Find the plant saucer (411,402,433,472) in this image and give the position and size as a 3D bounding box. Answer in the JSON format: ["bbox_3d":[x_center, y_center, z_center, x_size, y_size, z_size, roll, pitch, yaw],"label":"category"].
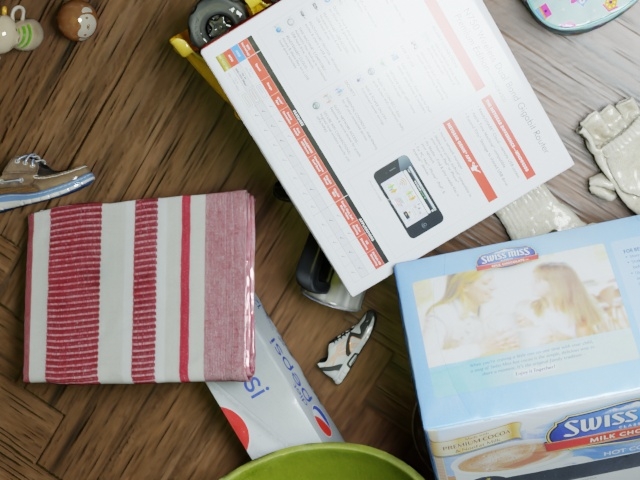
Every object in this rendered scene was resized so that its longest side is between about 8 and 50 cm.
[{"bbox_3d":[0.202,0.237,1.617,0.168,0.029,0.169,2,99,10],"label":"plant saucer"}]

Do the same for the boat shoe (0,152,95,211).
[{"bbox_3d":[-0.388,-0.079,1.655,0.183,0.066,0.066,-14,94,11],"label":"boat shoe"}]

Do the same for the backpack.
[{"bbox_3d":[0.296,-0.337,1.467,0.165,0.144,0.188,-25,96,6],"label":"backpack"}]

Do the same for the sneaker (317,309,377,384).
[{"bbox_3d":[0.035,0.133,1.626,0.043,0.040,0.109,33,101,6],"label":"sneaker"}]

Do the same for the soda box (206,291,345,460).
[{"bbox_3d":[-0.063,0.214,1.627,0.098,0.091,0.286,-30,92,13],"label":"soda box"}]

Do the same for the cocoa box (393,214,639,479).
[{"bbox_3d":[0.277,0.141,1.430,0.347,0.228,0.232,-12,52,4],"label":"cocoa box"}]

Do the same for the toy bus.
[{"bbox_3d":[-0.042,-0.240,1.541,0.220,0.149,0.211,-36,100,10],"label":"toy bus"}]

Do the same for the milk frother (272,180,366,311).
[{"bbox_3d":[0.000,0.000,1.596,0.143,0.129,0.135,30,105,49],"label":"milk frother"}]

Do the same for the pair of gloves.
[{"bbox_3d":[0.339,-0.043,1.540,0.240,0.042,0.204,-31,91,17],"label":"pair of gloves"}]

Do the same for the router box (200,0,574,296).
[{"bbox_3d":[0.076,-0.154,1.443,0.301,0.082,0.336,-30,101,3],"label":"router box"}]

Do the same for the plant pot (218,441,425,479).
[{"bbox_3d":[0.024,0.496,1.502,0.366,0.367,0.353,-15,129,11],"label":"plant pot"}]

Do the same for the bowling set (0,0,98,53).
[{"bbox_3d":[-0.388,-0.316,1.578,0.199,0.154,0.287,13,100,8],"label":"bowling set"}]

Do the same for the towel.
[{"bbox_3d":[-0.232,0.065,1.605,0.328,0.037,0.237,-4,80,22],"label":"towel"}]
